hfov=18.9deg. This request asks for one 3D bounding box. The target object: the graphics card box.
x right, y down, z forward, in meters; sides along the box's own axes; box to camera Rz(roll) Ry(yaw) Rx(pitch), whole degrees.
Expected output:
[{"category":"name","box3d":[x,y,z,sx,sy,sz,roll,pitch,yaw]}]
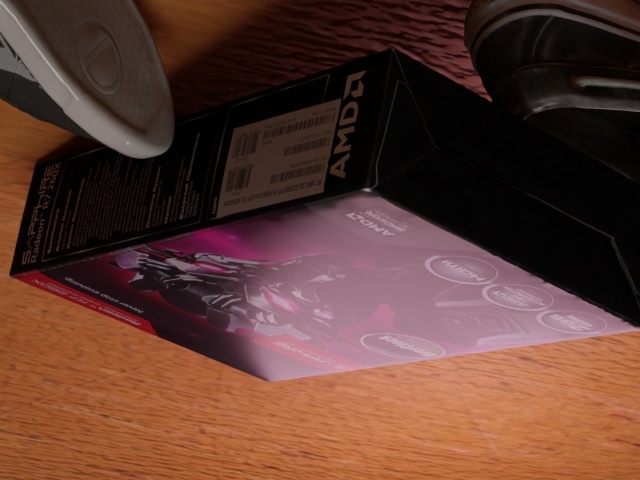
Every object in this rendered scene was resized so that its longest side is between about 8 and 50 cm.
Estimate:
[{"category":"graphics card box","box3d":[0.000,0.000,1.202,0.233,0.094,0.371,26,155,-35]}]

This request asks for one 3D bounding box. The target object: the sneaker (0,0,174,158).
[{"category":"sneaker","box3d":[-0.215,-0.124,1.077,0.147,0.104,0.296,-21,139,30]}]

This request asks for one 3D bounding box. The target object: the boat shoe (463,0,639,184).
[{"category":"boat shoe","box3d":[0.230,-0.061,1.201,0.335,0.119,0.121,14,145,-27]}]
